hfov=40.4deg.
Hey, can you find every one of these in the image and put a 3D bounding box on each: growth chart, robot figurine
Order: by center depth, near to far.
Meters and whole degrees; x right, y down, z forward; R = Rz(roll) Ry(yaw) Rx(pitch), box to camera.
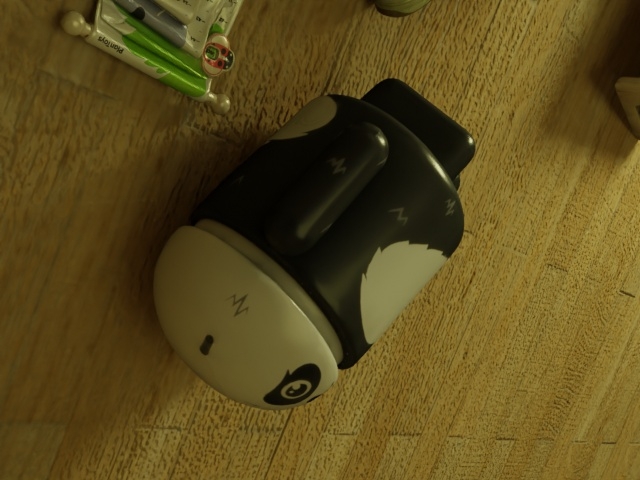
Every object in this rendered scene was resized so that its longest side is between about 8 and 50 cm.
[{"bbox_3d":[-0.089,-0.221,0.589,0.172,0.021,0.237,15,98,-47],"label":"growth chart"},{"bbox_3d":[0.002,0.002,0.677,0.278,0.173,0.209,-46,128,-20],"label":"robot figurine"}]

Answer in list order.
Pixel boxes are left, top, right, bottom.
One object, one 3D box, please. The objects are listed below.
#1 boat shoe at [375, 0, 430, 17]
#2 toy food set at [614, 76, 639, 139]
[{"bbox_3d":[0.102,-0.252,0.744,0.153,0.056,0.048,-39,138,-15],"label":"boat shoe"},{"bbox_3d":[0.463,-0.289,1.086,0.306,0.092,0.219,-62,150,1],"label":"toy food set"}]
